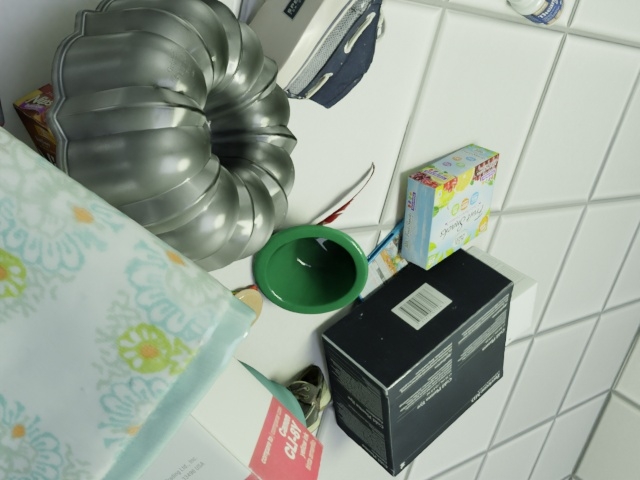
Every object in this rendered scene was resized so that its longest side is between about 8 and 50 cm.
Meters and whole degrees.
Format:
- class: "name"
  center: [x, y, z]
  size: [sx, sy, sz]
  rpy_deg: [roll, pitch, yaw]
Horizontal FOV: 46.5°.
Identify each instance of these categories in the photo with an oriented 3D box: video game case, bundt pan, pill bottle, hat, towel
- class: "video game case"
  center: [0.128, 0.048, 1.417]
  size: [0.166, 0.015, 0.119]
  rpy_deg: [-46, 139, -13]
- class: "bundt pan"
  center: [-0.130, -0.117, 0.821]
  size: [0.330, 0.124, 0.331]
  rpy_deg: [20, 67, -61]
- class: "pill bottle"
  center: [0.376, -0.424, 1.310]
  size: [0.120, 0.067, 0.067]
  rpy_deg: [5, 112, -48]
- class: "hat"
  center: [0.000, 0.000, 1.246]
  size: [0.208, 0.184, 0.173]
  rpy_deg: [-7, 123, 6]
- class: "towel"
  center: [-0.286, 0.110, 0.643]
  size: [0.320, 0.090, 0.374]
  rpy_deg: [35, 107, -13]

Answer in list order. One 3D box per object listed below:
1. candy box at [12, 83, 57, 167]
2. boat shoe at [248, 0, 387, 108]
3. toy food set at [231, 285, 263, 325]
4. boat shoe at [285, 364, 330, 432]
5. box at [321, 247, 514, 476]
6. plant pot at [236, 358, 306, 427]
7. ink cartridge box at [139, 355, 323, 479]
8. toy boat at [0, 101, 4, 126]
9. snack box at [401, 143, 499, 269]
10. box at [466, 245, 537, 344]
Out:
- class: "candy box"
  center: [-0.267, -0.075, 0.849]
  size: [0.053, 0.109, 0.187]
  rpy_deg: [-37, 137, -25]
- class: "boat shoe"
  center: [0.041, -0.323, 0.968]
  size: [0.340, 0.127, 0.158]
  rpy_deg: [-48, 151, 21]
- class: "toy food set"
  center: [-0.125, 0.111, 1.193]
  size: [0.083, 0.020, 0.083]
  rpy_deg: [0, 115, -45]
- class: "boat shoe"
  center: [-0.036, 0.282, 1.311]
  size: [0.223, 0.080, 0.074]
  rpy_deg: [-36, 113, -73]
- class: "box"
  center: [0.195, 0.231, 1.470]
  size: [0.343, 0.179, 0.313]
  rpy_deg: [-35, 139, -24]
- class: "plant pot"
  center: [-0.156, 0.295, 1.109]
  size: [0.255, 0.271, 0.272]
  rpy_deg: [22, 99, -58]
- class: "ink cartridge box"
  center: [-0.228, 0.211, 0.818]
  size: [0.279, 0.385, 0.160]
  rpy_deg: [-41, -171, 18]
- class: "toy boat"
  center: [-0.392, -0.100, 0.668]
  size: [0.231, 0.151, 0.151]
  rpy_deg: [-24, 130, -34]
- class: "snack box"
  center: [0.244, -0.066, 1.404]
  size: [0.207, 0.070, 0.175]
  rpy_deg: [-27, 132, -38]
- class: "box"
  center: [0.357, 0.116, 1.577]
  size: [0.091, 0.170, 0.130]
  rpy_deg: [-30, 135, -29]
